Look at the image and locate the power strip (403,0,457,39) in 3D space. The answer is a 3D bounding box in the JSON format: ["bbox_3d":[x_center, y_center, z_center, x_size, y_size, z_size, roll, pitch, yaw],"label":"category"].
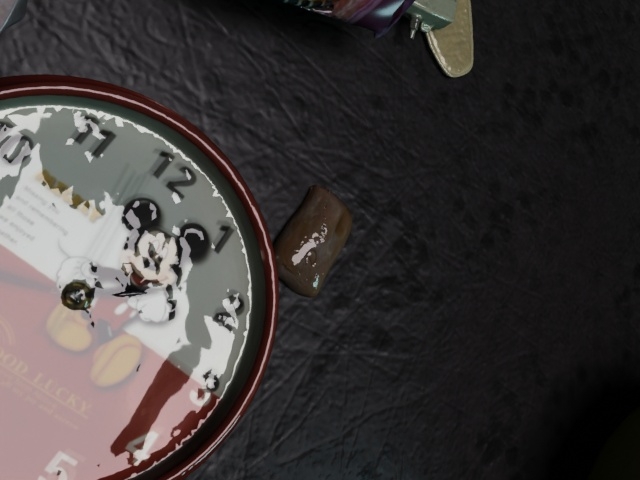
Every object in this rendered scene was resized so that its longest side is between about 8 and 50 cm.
[{"bbox_3d":[0.116,-0.313,0.673,0.080,0.029,0.226,16,81,-27],"label":"power strip"}]

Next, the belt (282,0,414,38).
[{"bbox_3d":[-0.036,-0.308,0.521,0.295,0.160,0.206,13,64,-33],"label":"belt"}]

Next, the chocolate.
[{"bbox_3d":[0.000,0.000,0.604,0.064,0.031,0.100,44,66,-28],"label":"chocolate"}]

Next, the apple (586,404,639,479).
[{"bbox_3d":[0.449,0.353,0.732,0.360,0.320,0.311,-36,146,-22],"label":"apple"}]

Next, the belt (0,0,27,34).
[{"bbox_3d":[-0.272,-0.168,0.321,0.324,0.115,0.227,-44,125,0],"label":"belt"}]

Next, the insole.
[{"bbox_3d":[0.121,-0.299,0.700,0.081,0.011,0.247,-23,100,-30],"label":"insole"}]

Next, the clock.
[{"bbox_3d":[-0.175,0.041,0.466,0.319,0.080,0.318,4,82,-29],"label":"clock"}]
